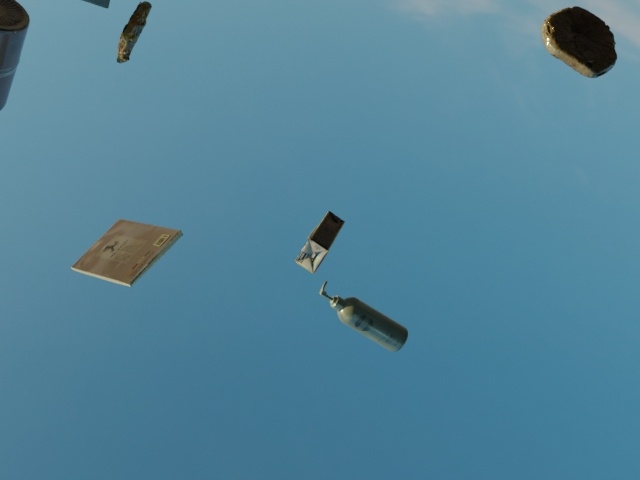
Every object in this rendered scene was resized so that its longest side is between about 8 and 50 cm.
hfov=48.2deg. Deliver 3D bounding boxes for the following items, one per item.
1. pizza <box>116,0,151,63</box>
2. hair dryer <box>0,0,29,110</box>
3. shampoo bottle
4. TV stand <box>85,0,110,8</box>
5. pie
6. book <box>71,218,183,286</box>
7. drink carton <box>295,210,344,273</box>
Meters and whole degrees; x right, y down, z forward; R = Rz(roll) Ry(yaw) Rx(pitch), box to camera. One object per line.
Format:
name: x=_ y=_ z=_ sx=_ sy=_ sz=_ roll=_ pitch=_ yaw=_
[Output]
pizza: x=-0.488 y=-0.539 z=1.858 sx=0.041 sy=0.178 sz=0.131 roll=28 pitch=-172 yaw=-13
hair dryer: x=-0.627 y=-0.367 z=1.140 sx=0.344 sy=0.189 sz=0.107 roll=40 pitch=-142 yaw=4
shampoo bottle: x=0.075 y=0.143 z=1.335 sx=0.195 sy=0.056 sz=0.056 roll=31 pitch=-145 yaw=-22
TV stand: x=-0.414 y=-0.570 z=1.357 sx=0.088 sy=0.083 sz=0.269 roll=16 pitch=-125 yaw=-20
pie: x=0.610 y=-0.470 z=1.678 sx=0.195 sy=0.046 sz=0.195 roll=7 pitch=-115 yaw=-14
book: x=-0.322 y=0.017 z=1.182 sx=0.181 sy=0.014 sz=0.127 roll=9 pitch=-131 yaw=41
drink carton: x=0.000 y=0.000 z=1.568 sx=0.056 sy=0.071 sz=0.166 roll=35 pitch=-153 yaw=-2
